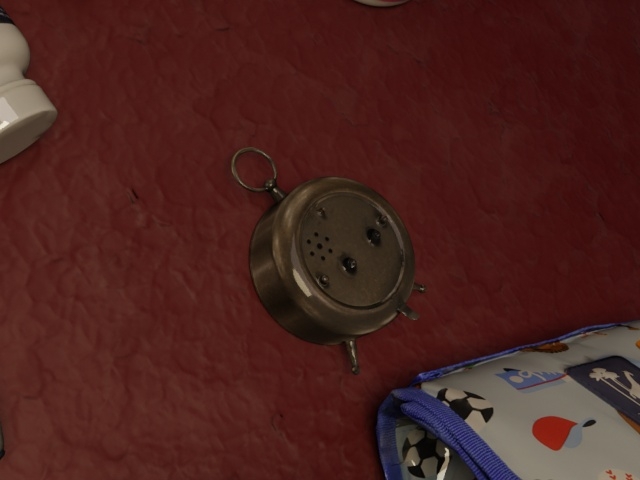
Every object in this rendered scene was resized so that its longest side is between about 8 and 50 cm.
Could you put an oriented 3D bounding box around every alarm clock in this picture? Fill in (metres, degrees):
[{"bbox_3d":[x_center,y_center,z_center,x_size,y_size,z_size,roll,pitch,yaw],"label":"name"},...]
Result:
[{"bbox_3d":[0.000,0.000,0.625,0.192,0.064,0.129,46,57,-4],"label":"alarm clock"}]

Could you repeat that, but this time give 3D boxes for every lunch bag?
[{"bbox_3d":[0.249,0.245,0.581,0.327,0.239,0.385,-8,60,-31],"label":"lunch bag"}]

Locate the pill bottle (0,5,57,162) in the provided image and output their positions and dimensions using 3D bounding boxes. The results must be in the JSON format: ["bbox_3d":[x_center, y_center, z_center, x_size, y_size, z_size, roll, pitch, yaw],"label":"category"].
[{"bbox_3d":[-0.249,-0.131,0.506,0.094,0.094,0.169,-39,94,-34],"label":"pill bottle"}]

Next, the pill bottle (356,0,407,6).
[{"bbox_3d":[0.104,-0.341,0.671,0.160,0.283,0.160,11,67,-26],"label":"pill bottle"}]

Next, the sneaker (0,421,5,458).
[{"bbox_3d":[-0.290,0.140,0.381,0.300,0.111,0.121,-36,96,-32],"label":"sneaker"}]
